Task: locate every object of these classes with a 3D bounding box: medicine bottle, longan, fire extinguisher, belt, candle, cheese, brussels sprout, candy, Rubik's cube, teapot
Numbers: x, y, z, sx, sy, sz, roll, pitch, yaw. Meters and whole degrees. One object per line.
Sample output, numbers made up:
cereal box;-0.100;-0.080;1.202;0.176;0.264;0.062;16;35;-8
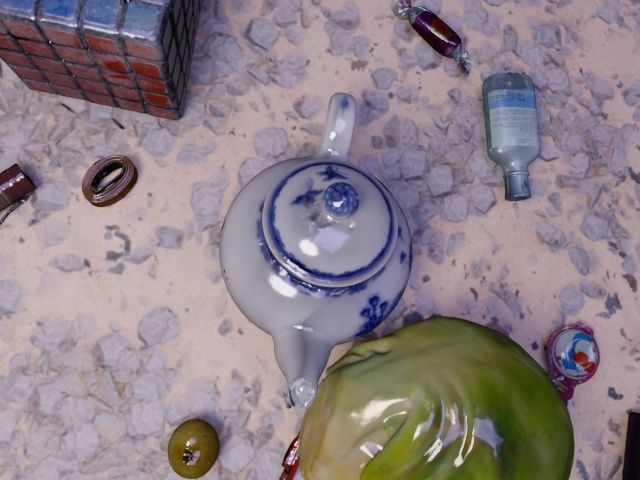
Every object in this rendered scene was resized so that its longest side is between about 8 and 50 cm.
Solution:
medicine bottle;0.317;-0.171;0.884;0.090;0.053;0.209;-1;83;-11
longan;-0.170;0.278;0.711;0.075;0.083;0.075;0;83;0
fire extinguisher;-0.468;-0.038;0.734;0.157;0.045;0.078;-38;111;-14
belt;-0.306;-0.088;0.772;0.059;0.036;0.083;45;76;1
candle;-0.018;0.266;0.771;0.026;0.021;0.168;27;78;-5
cheese;0.393;0.197;0.844;0.095;0.038;0.145;30;76;-4
brussels sprout;0.147;0.253;0.677;0.343;0.268;0.345;0;87;-6
candy;0.194;-0.347;0.897;0.175;0.043;0.045;42;67;-1
Rubik's cube;-0.287;-0.329;0.710;0.237;0.238;0.237;11;80;-9
teapot;0.000;0.000;0.678;0.252;0.280;0.424;12;67;-6

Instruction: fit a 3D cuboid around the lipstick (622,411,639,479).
lipstick;0.497;0.414;0.806;0.081;0.081;0.300;12;78;-8
